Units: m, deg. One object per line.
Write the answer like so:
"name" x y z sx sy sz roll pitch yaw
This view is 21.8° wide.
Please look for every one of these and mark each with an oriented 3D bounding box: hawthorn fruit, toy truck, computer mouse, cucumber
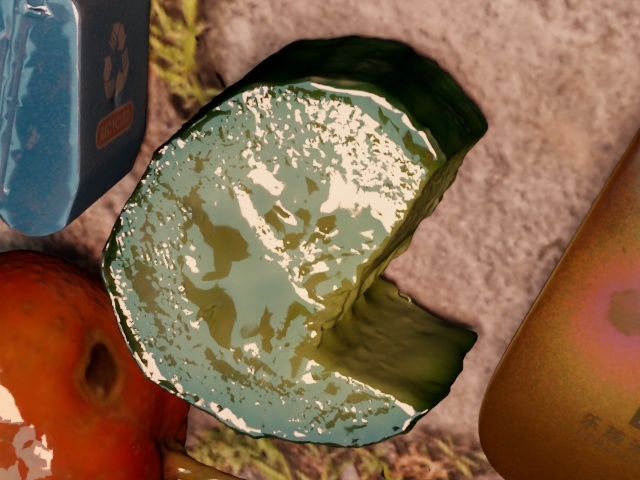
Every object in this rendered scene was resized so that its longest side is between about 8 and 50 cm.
"hawthorn fruit" -0.089 0.106 0.881 0.285 0.165 0.165 19 116 3
"toy truck" -0.255 -0.136 0.835 0.367 0.146 0.175 32 110 -1
"computer mouse" 0.194 0.029 0.804 0.158 0.072 0.310 29 116 2
"cucumber" -0.009 -0.005 0.827 0.191 0.130 0.191 3 108 9
